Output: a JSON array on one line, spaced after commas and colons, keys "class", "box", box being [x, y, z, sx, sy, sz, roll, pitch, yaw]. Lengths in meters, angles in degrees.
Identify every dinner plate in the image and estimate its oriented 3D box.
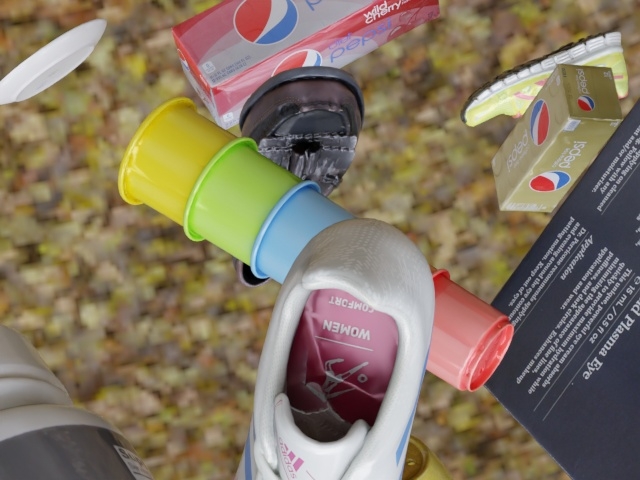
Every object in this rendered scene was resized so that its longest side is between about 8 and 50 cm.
[{"class": "dinner plate", "box": [-0.260, -0.167, 1.743, 0.141, 0.017, 0.141, -34, 180, 0]}]

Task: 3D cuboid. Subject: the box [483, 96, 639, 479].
[{"class": "box", "box": [0.337, 0.071, 1.472, 0.179, 0.312, 0.343, 23, 108, -42]}]

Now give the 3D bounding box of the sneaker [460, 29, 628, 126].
[{"class": "sneaker", "box": [0.263, -0.166, 2.082, 0.208, 0.094, 0.081, -22, -173, -2]}]

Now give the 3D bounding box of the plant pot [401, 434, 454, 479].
[{"class": "plant pot", "box": [0.053, 0.206, 1.412, 0.134, 0.134, 0.095, -11, 124, -8]}]

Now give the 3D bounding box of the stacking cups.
[{"class": "stacking cups", "box": [0.000, 0.000, 1.343, 0.096, 0.316, 0.096, -48, 156, -30]}]

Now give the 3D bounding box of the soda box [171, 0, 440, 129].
[{"class": "soda box", "box": [-0.012, -0.221, 1.828, 0.263, 0.092, 0.083, -30, 152, -10]}]

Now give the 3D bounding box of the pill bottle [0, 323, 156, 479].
[{"class": "pill bottle", "box": [-0.163, 0.230, 1.090, 0.204, 0.361, 0.204, -27, 145, -21]}]

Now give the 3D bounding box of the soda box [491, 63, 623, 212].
[{"class": "soda box", "box": [0.227, -0.097, 1.757, 0.058, 0.061, 0.181, 2, 151, -18]}]

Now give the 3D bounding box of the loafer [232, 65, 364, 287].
[{"class": "loafer", "box": [-0.026, -0.049, 1.574, 0.109, 0.095, 0.302, 2, 158, -14]}]

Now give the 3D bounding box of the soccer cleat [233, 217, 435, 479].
[{"class": "soccer cleat", "box": [-0.008, 0.149, 1.081, 0.116, 0.143, 0.331, 11, 103, 10]}]
